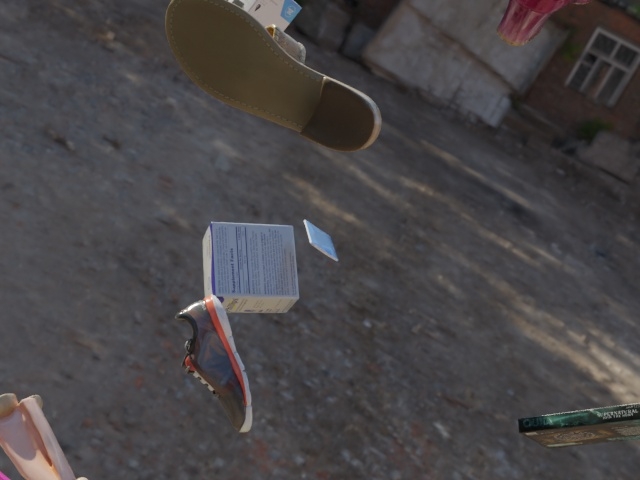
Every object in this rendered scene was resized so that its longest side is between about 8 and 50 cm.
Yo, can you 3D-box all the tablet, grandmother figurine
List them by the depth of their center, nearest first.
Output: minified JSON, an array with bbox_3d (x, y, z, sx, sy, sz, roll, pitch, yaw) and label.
[{"bbox_3d":[-0.391,0.383,1.447,0.342,0.104,0.208,48,15,20],"label":"grandmother figurine"},{"bbox_3d":[0.000,0.000,1.463,0.054,0.006,0.083,34,17,-22],"label":"tablet"}]

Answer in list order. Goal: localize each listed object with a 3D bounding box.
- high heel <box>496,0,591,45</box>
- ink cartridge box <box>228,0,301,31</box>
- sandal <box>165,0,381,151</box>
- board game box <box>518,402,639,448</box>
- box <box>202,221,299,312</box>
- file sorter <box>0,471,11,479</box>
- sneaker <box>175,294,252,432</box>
[{"bbox_3d":[0.271,-0.309,1.028,0.082,0.117,0.244,41,55,13],"label":"high heel"},{"bbox_3d":[-0.131,-0.384,1.733,0.060,0.180,0.104,47,12,32],"label":"ink cartridge box"},{"bbox_3d":[-0.041,-0.161,0.946,0.240,0.088,0.079,33,17,12],"label":"sandal"},{"bbox_3d":[0.408,0.281,1.447,0.186,0.026,0.126,-13,-28,28],"label":"board game box"},{"bbox_3d":[-0.112,0.044,1.515,0.137,0.072,0.126,3,66,-19],"label":"box"},{"bbox_3d":[-0.598,0.385,1.347,0.291,0.182,0.202,25,32,32],"label":"file sorter"},{"bbox_3d":[-0.121,0.143,1.072,0.065,0.157,0.061,-17,-6,-13],"label":"sneaker"}]
